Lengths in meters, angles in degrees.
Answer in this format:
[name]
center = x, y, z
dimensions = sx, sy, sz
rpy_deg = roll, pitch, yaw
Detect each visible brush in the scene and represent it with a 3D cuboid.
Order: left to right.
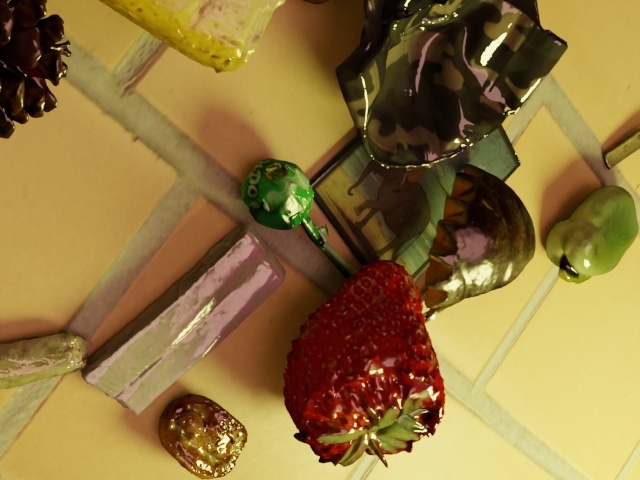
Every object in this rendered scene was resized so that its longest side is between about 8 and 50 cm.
[brush]
center = 0.636, -0.215, 1.430
dimensions = 0.247, 0.036, 0.043
rpy_deg = -34, 114, -11

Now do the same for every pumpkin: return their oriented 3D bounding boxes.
[pumpkin]
center = 0.253, 0.000, 1.128
dimensions = 0.130, 0.149, 0.254
rpy_deg = 55, 52, -72

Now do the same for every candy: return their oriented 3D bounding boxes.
[candy]
center = 0.001, -0.002, 1.090
dimensions = 0.097, 0.097, 0.323
rpy_deg = -51, 131, -10

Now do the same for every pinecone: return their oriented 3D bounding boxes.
[pinecone]
center = -0.385, -0.183, 0.718
dimensions = 0.292, 0.246, 0.247
rpy_deg = -13, 111, -44

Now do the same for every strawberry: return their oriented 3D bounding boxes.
[strawberry]
center = 0.063, 0.188, 1.100
dimensions = 0.260, 0.258, 0.261
rpy_deg = -12, 142, -10

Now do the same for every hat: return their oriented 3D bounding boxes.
[hat]
center = 0.136, -0.324, 1.043
dimensions = 0.366, 0.257, 0.382
rpy_deg = -7, 67, -29

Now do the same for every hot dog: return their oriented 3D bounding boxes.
[hot dog]
center = -0.165, 0.285, 1.065
dimensions = 0.099, 0.065, 0.147
rpy_deg = -51, 121, -21

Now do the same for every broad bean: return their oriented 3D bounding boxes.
[broad bean]
center = 0.515, -0.007, 1.376
dimensions = 0.228, 0.100, 0.169
rpy_deg = -45, 128, -15

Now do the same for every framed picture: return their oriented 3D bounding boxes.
[framed picture]
center = 0.163, -0.107, 1.183
dimensions = 0.347, 0.016, 0.265
rpy_deg = -44, 120, -14

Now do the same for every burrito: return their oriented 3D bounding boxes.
[burrito]
center = -0.375, 0.153, 0.912
dimensions = 0.188, 0.045, 0.058
rpy_deg = -11, 116, -30

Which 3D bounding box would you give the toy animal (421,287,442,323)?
[toy animal]
center = 0.212, 0.068, 1.227
dimensions = 0.220, 0.069, 0.086
rpy_deg = -47, 146, -9

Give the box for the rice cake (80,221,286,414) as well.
[rice cake]
center = -0.180, 0.109, 1.014
dimensions = 0.298, 0.050, 0.106
rpy_deg = -43, 120, -14

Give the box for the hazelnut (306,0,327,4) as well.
[hazelnut]
center = -0.003, -0.356, 0.980
dimensions = 0.086, 0.086, 0.087
rpy_deg = -9, 108, -29

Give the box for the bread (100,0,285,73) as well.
[bread]
center = -0.215, -0.313, 0.718
dimensions = 0.333, 0.323, 0.143
rpy_deg = 27, 97, -34
